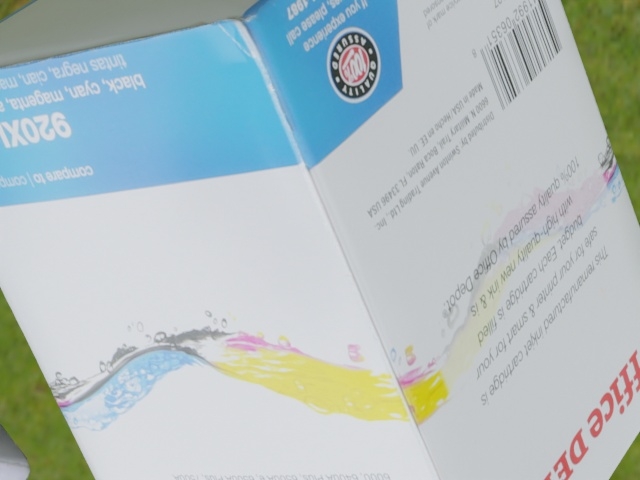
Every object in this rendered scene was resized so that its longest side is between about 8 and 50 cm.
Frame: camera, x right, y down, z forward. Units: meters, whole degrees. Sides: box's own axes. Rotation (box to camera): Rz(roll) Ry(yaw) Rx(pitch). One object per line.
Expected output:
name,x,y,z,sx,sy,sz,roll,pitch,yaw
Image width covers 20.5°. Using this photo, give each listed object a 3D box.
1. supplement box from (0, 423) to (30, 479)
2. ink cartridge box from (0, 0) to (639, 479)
supplement box,-0.182,0.108,0.355,0.239,0.073,0.130,-54,143,9
ink cartridge box,0.000,0.000,0.654,0.168,0.171,0.233,-6,116,39
